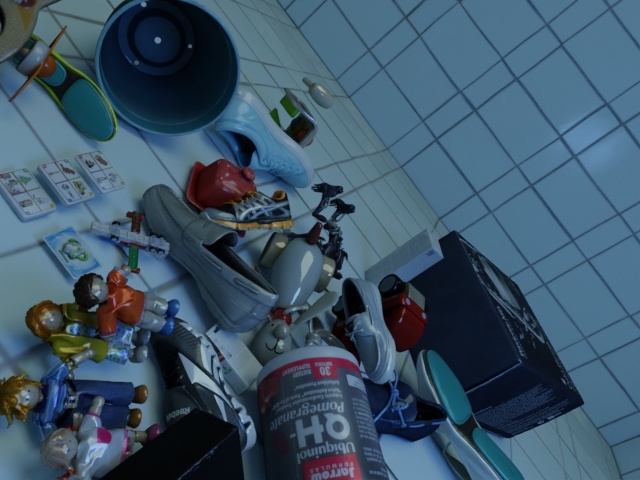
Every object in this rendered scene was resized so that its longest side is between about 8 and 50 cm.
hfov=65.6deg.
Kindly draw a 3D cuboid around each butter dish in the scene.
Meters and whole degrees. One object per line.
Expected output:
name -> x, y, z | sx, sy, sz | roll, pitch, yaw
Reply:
butter dish -> -0.190, -0.114, 1.073 | 0.160, 0.118, 0.159 | 39, 28, -30

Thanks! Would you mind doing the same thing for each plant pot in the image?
plant pot -> -0.332, -0.400, 1.054 | 0.272, 0.271, 0.255 | 32, 17, -39

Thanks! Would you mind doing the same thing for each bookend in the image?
bookend -> -0.161, 0.303, 0.551 | 0.156, 0.072, 0.157 | -29, 122, -51

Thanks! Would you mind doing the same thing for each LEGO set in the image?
LEGO set -> -0.347, -0.015, 0.765 | 0.244, 0.060, 0.182 | 52, 35, 1

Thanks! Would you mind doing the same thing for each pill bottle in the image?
pill bottle -> 0.006, 0.334, 0.738 | 0.176, 0.176, 0.318 | 32, 31, -40

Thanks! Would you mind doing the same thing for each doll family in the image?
doll family -> -0.277, 0.157, 0.578 | 0.163, 0.118, 0.262 | 34, 47, -50

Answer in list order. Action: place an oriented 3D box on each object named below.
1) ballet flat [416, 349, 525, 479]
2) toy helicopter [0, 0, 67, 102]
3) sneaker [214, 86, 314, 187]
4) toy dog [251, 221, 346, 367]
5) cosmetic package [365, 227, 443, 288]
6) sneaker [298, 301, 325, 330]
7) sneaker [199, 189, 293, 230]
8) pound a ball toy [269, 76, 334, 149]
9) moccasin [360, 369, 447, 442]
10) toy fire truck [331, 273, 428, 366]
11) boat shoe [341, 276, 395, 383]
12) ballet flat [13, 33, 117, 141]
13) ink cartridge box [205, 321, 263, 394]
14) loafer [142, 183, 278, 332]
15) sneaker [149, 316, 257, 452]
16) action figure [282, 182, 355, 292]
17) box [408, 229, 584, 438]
ballet flat -> 0.330, 0.467, 1.219 | 0.400, 0.139, 0.139 | 56, 23, 19
toy helicopter -> -0.455, -0.371, 0.777 | 0.355, 0.140, 0.234 | -40, 118, -29
sneaker -> -0.158, -0.229, 1.333 | 0.366, 0.135, 0.150 | 43, 60, -40
toy dog -> -0.042, 0.083, 0.984 | 0.220, 0.161, 0.333 | 10, 39, -24
cosmetic package -> 0.241, 0.072, 1.459 | 0.060, 0.239, 0.098 | 40, 27, -25
sneaker -> -0.016, 0.167, 1.112 | 0.083, 0.032, 0.037 | 51, 22, -7
sneaker -> -0.147, -0.061, 0.999 | 0.215, 0.084, 0.083 | -5, 97, -46
pound a ball toy -> -0.056, -0.377, 1.492 | 0.136, 0.208, 0.319 | 39, 13, -25
moccasin -> 0.154, 0.343, 1.072 | 0.342, 0.117, 0.137 | 29, 33, -44
toy fire truck -> 0.103, 0.210, 1.073 | 0.158, 0.217, 0.246 | 42, 40, -26
boat shoe -> 0.080, 0.166, 0.956 | 0.081, 0.079, 0.227 | 23, 38, -29
ballet flat -> -0.445, -0.275, 0.891 | 0.231, 0.077, 0.077 | 46, 8, -11
ink cartridge box -> -0.150, 0.193, 0.831 | 0.115, 0.029, 0.063 | 51, 24, -1
loafer -> -0.193, 0.013, 0.872 | 0.319, 0.111, 0.112 | 49, 15, 11
sneaker -> -0.180, 0.211, 0.689 | 0.234, 0.078, 0.106 | 57, 21, 4
action figure -> 0.000, 0.000, 1.255 | 0.164, 0.141, 0.275 | 43, 50, -42
box -> 0.503, 0.305, 1.563 | 0.472, 0.297, 0.479 | 31, 32, -38
